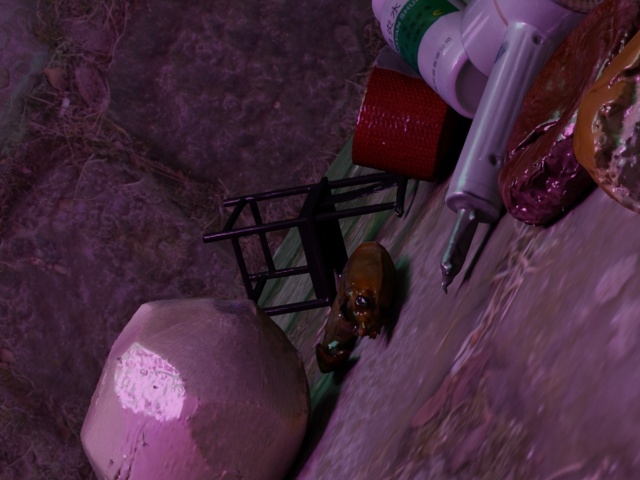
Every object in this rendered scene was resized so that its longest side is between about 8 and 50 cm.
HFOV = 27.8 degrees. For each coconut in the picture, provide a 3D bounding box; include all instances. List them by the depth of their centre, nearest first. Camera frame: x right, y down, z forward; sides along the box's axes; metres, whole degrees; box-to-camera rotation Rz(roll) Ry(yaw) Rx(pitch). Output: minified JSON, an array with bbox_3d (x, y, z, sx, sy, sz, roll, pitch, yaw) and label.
[{"bbox_3d":[-0.116,0.164,1.275,0.227,0.227,0.230,-72,5,-70],"label":"coconut"}]

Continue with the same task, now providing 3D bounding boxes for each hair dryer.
[{"bbox_3d":[0.155,-0.110,1.126,0.357,0.107,0.173,-66,6,-23],"label":"hair dryer"}]

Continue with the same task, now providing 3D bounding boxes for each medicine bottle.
[{"bbox_3d":[0.131,-0.221,1.403,0.095,0.095,0.260,-56,30,16],"label":"medicine bottle"}]

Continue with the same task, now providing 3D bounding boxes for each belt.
[{"bbox_3d":[0.113,-0.145,1.493,0.201,0.124,0.128,-64,-15,-61],"label":"belt"}]

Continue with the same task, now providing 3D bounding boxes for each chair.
[{"bbox_3d":[0.000,0.000,1.661,0.260,0.141,0.154,-10,21,13],"label":"chair"}]

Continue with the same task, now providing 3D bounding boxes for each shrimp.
[{"bbox_3d":[0.033,0.072,1.311,0.249,0.068,0.150,-82,12,-89],"label":"shrimp"}]

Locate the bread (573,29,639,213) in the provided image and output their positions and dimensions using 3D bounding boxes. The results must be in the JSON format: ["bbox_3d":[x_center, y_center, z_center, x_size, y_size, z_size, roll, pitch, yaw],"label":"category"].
[{"bbox_3d":[0.181,-0.071,0.656,0.125,0.082,0.106,-60,12,3],"label":"bread"}]

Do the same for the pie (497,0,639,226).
[{"bbox_3d":[0.187,-0.096,0.924,0.182,0.049,0.182,-60,8,14],"label":"pie"}]
